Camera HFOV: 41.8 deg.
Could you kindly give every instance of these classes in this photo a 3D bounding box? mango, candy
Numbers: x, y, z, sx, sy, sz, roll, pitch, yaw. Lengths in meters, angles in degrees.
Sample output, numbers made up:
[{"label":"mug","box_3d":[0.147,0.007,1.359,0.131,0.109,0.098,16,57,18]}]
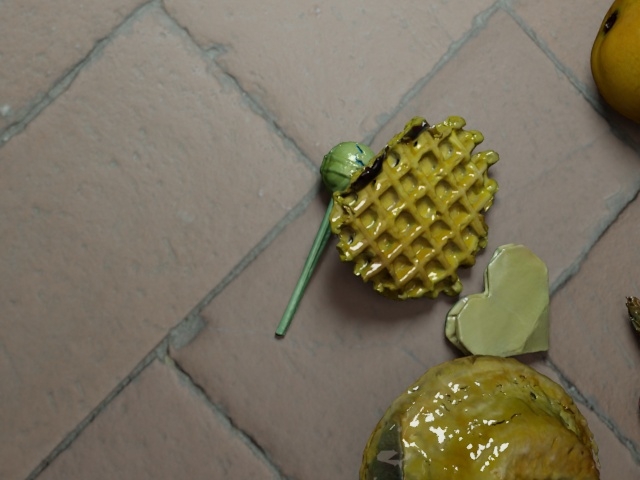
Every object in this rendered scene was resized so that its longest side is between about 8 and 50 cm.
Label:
[{"label":"mango","box_3d":[0.626,-0.308,1.379,0.377,0.221,0.264,4,81,-18]},{"label":"candy","box_3d":[0.000,0.000,1.341,0.093,0.092,0.336,24,91,-43]}]

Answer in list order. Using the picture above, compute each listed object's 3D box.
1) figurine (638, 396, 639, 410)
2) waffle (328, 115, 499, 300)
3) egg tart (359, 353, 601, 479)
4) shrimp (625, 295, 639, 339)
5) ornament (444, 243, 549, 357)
[{"label":"figurine","box_3d":[0.568,0.277,1.398,0.067,0.071,0.083,-36,89,9]},{"label":"waffle","box_3d":[0.158,-0.056,1.325,0.307,0.060,0.312,20,85,-31]},{"label":"egg tart","box_3d":[0.275,0.391,1.254,0.442,0.178,0.444,3,82,-24]},{"label":"shrimp","box_3d":[0.594,0.214,1.382,0.062,0.154,0.294,-41,81,20]},{"label":"ornament","box_3d":[0.317,0.122,1.383,0.180,0.059,0.201,40,80,-11]}]
